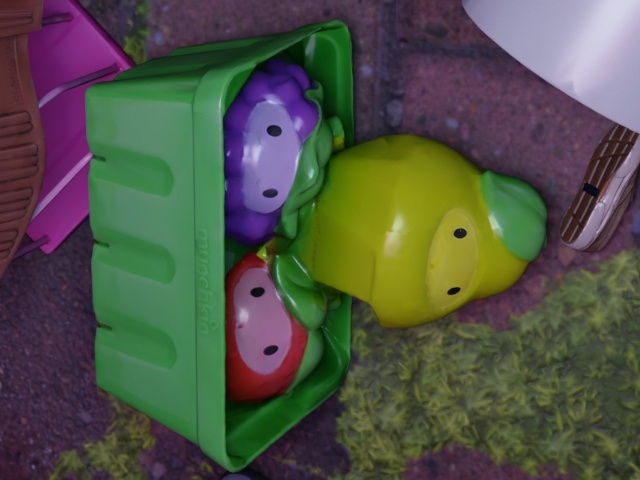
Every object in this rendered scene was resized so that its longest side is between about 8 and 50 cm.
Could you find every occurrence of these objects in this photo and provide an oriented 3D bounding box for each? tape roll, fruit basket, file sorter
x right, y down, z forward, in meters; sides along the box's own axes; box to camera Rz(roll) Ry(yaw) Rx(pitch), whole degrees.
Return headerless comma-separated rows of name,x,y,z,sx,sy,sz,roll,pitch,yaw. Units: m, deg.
tape roll,0.261,-0.208,1.560,0.246,0.246,0.169,33,110,8
fruit basket,0.000,0.000,1.687,0.392,0.283,0.392,10,112,25
file sorter,-0.321,-0.141,1.787,0.202,0.182,0.290,-44,87,20

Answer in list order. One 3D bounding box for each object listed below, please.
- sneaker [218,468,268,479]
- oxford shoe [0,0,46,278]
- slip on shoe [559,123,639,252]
sneaker,-0.072,0.340,1.864,0.083,0.098,0.223,-3,101,18
oxford shoe,-0.328,-0.119,1.650,0.146,0.140,0.397,29,116,42
slip on shoe,0.264,-0.049,1.705,0.041,0.051,0.135,20,102,-30
